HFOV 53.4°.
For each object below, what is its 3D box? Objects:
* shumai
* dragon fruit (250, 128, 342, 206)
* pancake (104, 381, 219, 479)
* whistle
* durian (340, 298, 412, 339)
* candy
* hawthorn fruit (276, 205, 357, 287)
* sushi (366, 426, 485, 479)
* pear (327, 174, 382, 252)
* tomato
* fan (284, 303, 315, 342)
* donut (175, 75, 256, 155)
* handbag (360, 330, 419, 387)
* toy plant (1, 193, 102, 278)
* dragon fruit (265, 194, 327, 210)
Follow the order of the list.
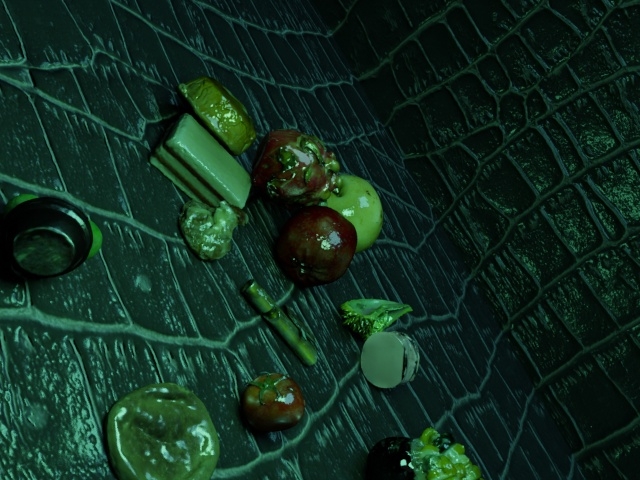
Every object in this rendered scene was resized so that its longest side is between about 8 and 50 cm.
[{"bbox_3d":[-0.310,-0.052,1.869,0.161,0.153,0.209,36,31,-47],"label":"shumai"},{"bbox_3d":[-0.069,-0.230,2.080,0.291,0.250,0.269,24,1,-16],"label":"dragon fruit"},{"bbox_3d":[-0.330,0.439,1.388,0.294,0.050,0.294,39,33,-31],"label":"pancake"},{"bbox_3d":[-0.119,0.250,1.935,0.326,0.057,0.068,50,5,-15],"label":"whistle"},{"bbox_3d":[0.189,0.262,2.306,0.356,0.170,0.157,-6,67,-62],"label":"durian"},{"bbox_3d":[-0.364,-0.222,1.982,0.321,0.135,0.179,44,30,-20],"label":"candy"},{"bbox_3d":[0.000,0.000,2.153,0.265,0.265,0.307,50,46,-12],"label":"hawthorn fruit"},{"bbox_3d":[0.326,0.707,1.869,0.328,0.285,0.328,56,16,4],"label":"sushi"},{"bbox_3d":[0.092,-0.097,2.426,0.309,0.309,0.309,39,31,-30],"label":"pear"},{"bbox_3d":[-0.121,0.422,1.649,0.167,0.167,0.167,39,31,-30],"label":"tomato"},{"bbox_3d":[-0.057,0.272,1.963,0.152,0.008,0.226,51,1,-11],"label":"fan"},{"bbox_3d":[-0.333,-0.415,2.098,0.330,0.160,0.330,53,-5,6],"label":"donut"},{"bbox_3d":[0.244,0.412,2.216,0.116,0.179,0.204,-4,99,-64],"label":"handbag"},{"bbox_3d":[-0.578,-0.011,1.374,0.218,0.175,0.235,34,8,-26],"label":"toy plant"},{"bbox_3d":[-0.101,-0.201,2.303,0.272,0.218,0.198,55,-10,-2],"label":"dragon fruit"}]
